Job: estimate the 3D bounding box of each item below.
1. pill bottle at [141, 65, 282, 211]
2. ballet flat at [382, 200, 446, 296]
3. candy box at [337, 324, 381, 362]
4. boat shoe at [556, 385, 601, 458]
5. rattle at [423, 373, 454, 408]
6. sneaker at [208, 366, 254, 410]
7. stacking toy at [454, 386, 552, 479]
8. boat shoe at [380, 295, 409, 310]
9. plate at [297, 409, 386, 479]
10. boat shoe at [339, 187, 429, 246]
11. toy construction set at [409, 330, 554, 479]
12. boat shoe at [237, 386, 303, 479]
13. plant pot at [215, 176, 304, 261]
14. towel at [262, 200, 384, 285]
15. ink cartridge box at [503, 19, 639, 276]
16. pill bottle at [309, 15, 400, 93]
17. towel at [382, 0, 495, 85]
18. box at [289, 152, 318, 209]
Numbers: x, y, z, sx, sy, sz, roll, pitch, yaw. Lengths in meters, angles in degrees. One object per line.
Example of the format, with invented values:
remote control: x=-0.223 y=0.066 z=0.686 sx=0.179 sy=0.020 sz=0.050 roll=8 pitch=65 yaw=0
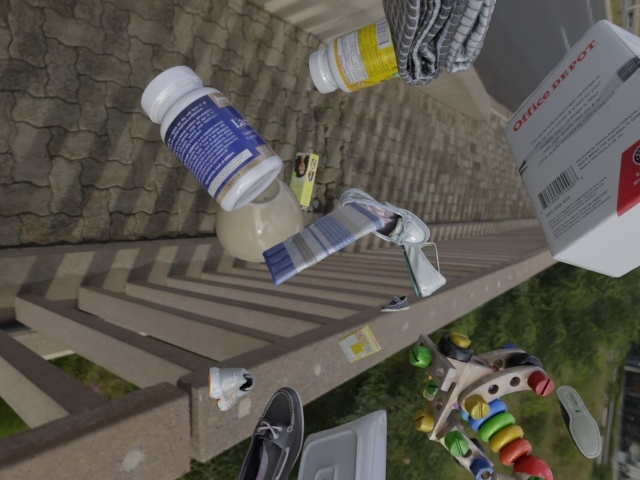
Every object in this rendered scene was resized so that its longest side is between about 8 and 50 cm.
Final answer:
pill bottle: x=-0.214 y=-0.199 z=0.812 sx=0.264 sy=0.153 sz=0.153 roll=48 pitch=50 yaw=-1
ballet flat: x=0.348 y=0.013 z=1.522 sx=0.139 sy=0.139 sz=0.400 roll=18 pitch=46 yaw=-49
candy box: x=0.151 y=0.418 z=1.651 sx=0.027 sy=0.206 sz=0.105 roll=-21 pitch=75 yaw=-38
boat shoe: x=0.845 y=0.599 z=1.351 sx=0.233 sy=0.084 sz=0.079 roll=-83 pitch=158 yaw=-52
rattle: x=0.556 y=0.653 z=1.791 sx=0.130 sy=0.200 sz=0.142 roll=19 pitch=91 yaw=-48
sneaker: x=-0.253 y=0.444 z=1.237 sx=0.262 sy=0.121 sz=0.099 roll=92 pitch=-9 yaw=-61
stacking toy: x=0.479 y=0.509 z=1.111 sx=0.141 sy=0.330 sz=0.141 roll=-15 pitch=132 yaw=-17
boat shoe: x=0.338 y=0.290 z=1.889 sx=0.206 sy=0.075 sz=0.064 roll=3 pitch=80 yaw=-49
plate: x=0.022 y=0.502 z=0.831 sx=0.045 sy=0.277 sz=0.277 roll=32 pitch=43 yaw=-21
boat shoe: x=0.205 y=-0.061 z=1.320 sx=0.321 sy=0.118 sz=0.103 roll=29 pitch=22 yaw=-9
toy construction set: x=0.241 y=0.303 z=0.704 sx=0.237 sy=0.257 sz=0.308 roll=24 pitch=35 yaw=-18
boat shoe: x=-0.122 y=0.508 z=0.946 sx=0.095 sy=0.112 sz=0.334 roll=41 pitch=58 yaw=-55
plant pot: x=-0.186 y=-0.102 z=1.272 sx=0.284 sy=0.284 sz=0.190 roll=-55 pitch=167 yaw=-32
towel: x=0.000 y=0.000 z=0.988 sx=0.285 sy=0.209 sz=0.034 roll=-30 pitch=111 yaw=-5
ink cartridge box: x=0.378 y=-0.123 z=0.542 sx=0.114 sy=0.197 sz=0.272 roll=15 pitch=50 yaw=-15
pill bottle: x=0.087 y=-0.375 z=0.847 sx=0.118 sy=0.209 sz=0.117 roll=29 pitch=57 yaw=-58
towel: x=0.110 y=-0.335 z=0.453 sx=0.284 sy=0.122 sz=0.234 roll=15 pitch=62 yaw=-78
box: x=-0.077 y=-0.250 z=1.735 sx=0.058 sy=0.087 sz=0.232 roll=10 pitch=90 yaw=-51
